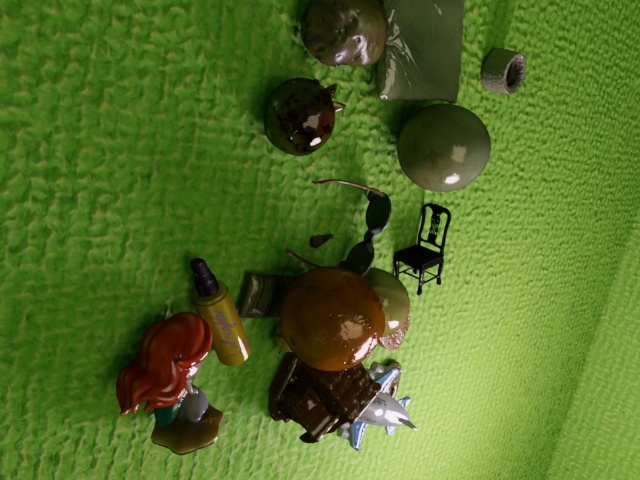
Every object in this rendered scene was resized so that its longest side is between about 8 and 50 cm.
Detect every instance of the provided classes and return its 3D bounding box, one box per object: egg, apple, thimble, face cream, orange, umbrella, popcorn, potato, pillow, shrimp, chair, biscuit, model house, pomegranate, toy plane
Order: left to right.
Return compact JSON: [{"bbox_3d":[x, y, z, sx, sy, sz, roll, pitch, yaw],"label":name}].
[{"bbox_3d":[-0.220,0.149,1.332,0.078,0.078,0.273,-35,130,-27],"label":"face cream"},{"bbox_3d":[-0.102,0.133,1.467,0.203,0.038,0.113,5,105,-46],"label":"pillow"},{"bbox_3d":[-0.081,0.250,1.523,0.084,0.084,0.084,-21,122,-36],"label":"popcorn"},{"bbox_3d":[-0.020,-0.258,1.284,0.220,0.156,0.156,-24,124,-40],"label":"pomegranate"},{"bbox_3d":[0.001,-0.001,1.520,0.083,0.020,0.031,-21,84,-36],"label":"umbrella"},{"bbox_3d":[0.009,0.384,1.563,0.199,0.229,0.220,-35,129,-35],"label":"model house"},{"bbox_3d":[0.024,0.176,1.413,0.240,0.240,0.240,-21,122,-36],"label":"orange"},{"bbox_3d":[0.054,-0.438,1.283,0.200,0.137,0.154,-8,145,-42],"label":"potato"},{"bbox_3d":[0.135,0.160,1.602,0.200,0.200,0.200,-21,122,-36],"label":"apple"},{"bbox_3d":[0.154,0.476,1.790,0.267,0.122,0.267,-4,101,-21],"label":"toy plane"},{"bbox_3d":[0.211,0.462,1.916,0.132,0.051,0.187,13,97,-46],"label":"shrimp"},{"bbox_3d":[0.209,0.232,1.822,0.142,0.029,0.221,-28,127,-34],"label":"biscuit"},{"bbox_3d":[0.237,-0.467,1.482,0.280,0.076,0.274,-8,104,-38],"label":"pillow"},{"bbox_3d":[0.282,0.020,1.738,0.113,0.106,0.229,-18,119,-40],"label":"chair"},{"bbox_3d":[0.318,-0.233,1.573,0.295,0.218,0.218,-16,120,-53],"label":"egg"},{"bbox_3d":[0.506,-0.469,1.733,0.102,0.090,0.115,19,97,-44],"label":"thimble"}]

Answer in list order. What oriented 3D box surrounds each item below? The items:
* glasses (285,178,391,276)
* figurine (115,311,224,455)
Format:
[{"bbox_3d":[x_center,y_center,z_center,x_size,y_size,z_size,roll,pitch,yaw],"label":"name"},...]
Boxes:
[{"bbox_3d":[0.033,-0.039,1.487,0.268,0.118,0.234,19,97,-38],"label":"glasses"},{"bbox_3d":[-0.303,0.289,1.258,0.208,0.181,0.257,-13,114,-7],"label":"figurine"}]
